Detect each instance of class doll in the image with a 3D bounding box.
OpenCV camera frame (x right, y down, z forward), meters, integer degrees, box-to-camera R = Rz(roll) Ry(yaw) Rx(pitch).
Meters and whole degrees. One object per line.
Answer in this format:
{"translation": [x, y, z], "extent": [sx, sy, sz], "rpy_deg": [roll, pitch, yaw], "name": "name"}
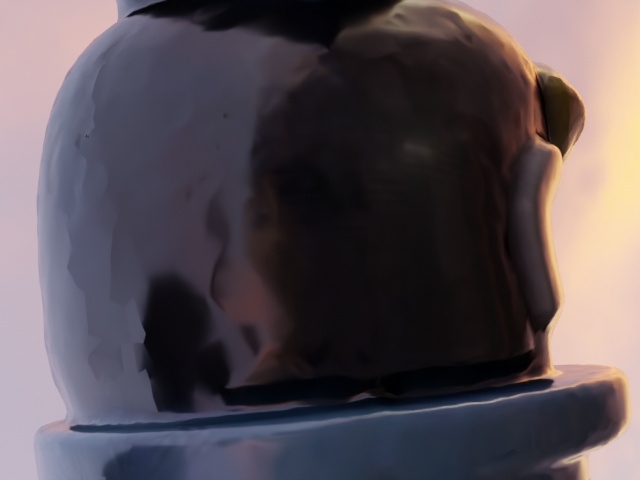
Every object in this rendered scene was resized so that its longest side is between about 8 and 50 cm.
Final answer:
{"translation": [0.000, 0.000, 0.407], "extent": [0.177, 0.141, 0.314], "rpy_deg": [164, 103, -81], "name": "doll"}
